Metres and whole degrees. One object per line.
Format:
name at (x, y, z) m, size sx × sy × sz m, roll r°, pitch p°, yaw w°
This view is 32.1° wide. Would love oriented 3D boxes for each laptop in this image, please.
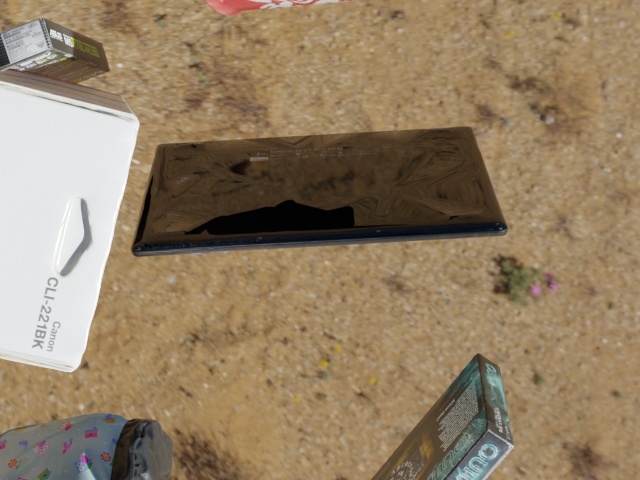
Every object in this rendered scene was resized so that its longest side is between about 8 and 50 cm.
laptop at (0.000, 0.000, 1.336) m, size 0.381 × 0.408 × 0.236 m, roll -4°, pitch 118°, yaw 0°

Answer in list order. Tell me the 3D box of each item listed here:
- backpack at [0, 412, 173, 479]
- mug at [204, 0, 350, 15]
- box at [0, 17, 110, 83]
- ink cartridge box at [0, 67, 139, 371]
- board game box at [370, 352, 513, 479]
backpack at (-0.253, 0.249, 1.145) m, size 0.181 × 0.152 × 0.115 m, roll -9°, pitch 123°, yaw 10°
mug at (0.022, -0.205, 0.664) m, size 0.113 × 0.169 × 0.150 m, roll 69°, pitch 34°, yaw -42°
box at (-0.369, -0.199, 1.317) m, size 0.190 × 0.184 × 0.045 m, roll -19°, pitch 90°, yaw 10°
ink cartridge box at (-0.231, -0.031, 0.913) m, size 0.114 × 0.273 × 0.197 m, roll 13°, pitch 97°, yaw -15°
board game box at (0.079, 0.187, 0.866) m, size 0.026 × 0.126 × 0.186 m, roll 34°, pitch 109°, yaw -8°
